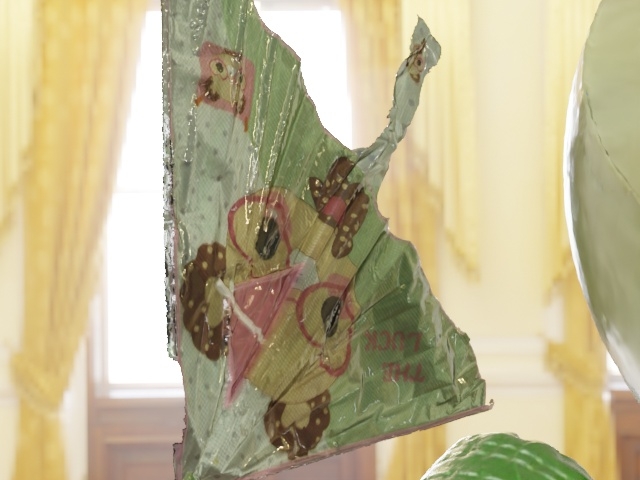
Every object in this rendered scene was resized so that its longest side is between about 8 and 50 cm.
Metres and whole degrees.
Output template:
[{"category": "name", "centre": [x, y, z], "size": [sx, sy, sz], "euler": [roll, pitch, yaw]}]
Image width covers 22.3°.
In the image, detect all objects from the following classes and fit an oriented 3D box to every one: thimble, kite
[{"category": "thimble", "centre": [0.103, 0.169, 0.862], "size": [0.090, 0.130, 0.118], "euler": [-44, -1, -42]}, {"category": "kite", "centre": [0.000, 0.000, 0.689], "size": [0.013, 0.323, 0.267], "euler": [-2, 44, 36]}]

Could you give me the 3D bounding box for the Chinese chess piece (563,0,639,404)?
[{"category": "Chinese chess piece", "centre": [0.170, -0.018, 0.382], "size": [0.238, 0.092, 0.237], "euler": [-12, 39, 10]}]
